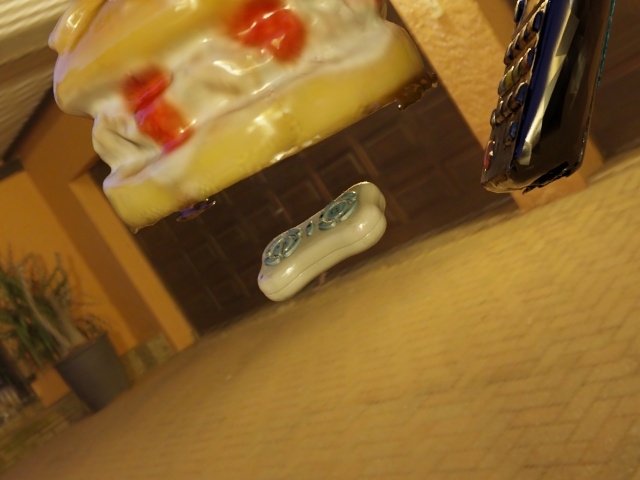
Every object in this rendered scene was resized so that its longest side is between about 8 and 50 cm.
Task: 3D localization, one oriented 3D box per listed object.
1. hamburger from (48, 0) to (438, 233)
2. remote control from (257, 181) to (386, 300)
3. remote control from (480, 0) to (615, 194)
[{"bbox_3d":[-0.058,-0.142,0.623,0.261,0.186,0.302,-33,14,-30],"label":"hamburger"},{"bbox_3d":[0.000,0.000,0.691,0.122,0.032,0.074,-34,25,20],"label":"remote control"},{"bbox_3d":[0.182,-0.225,0.574,0.062,0.399,0.144,12,0,2],"label":"remote control"}]
